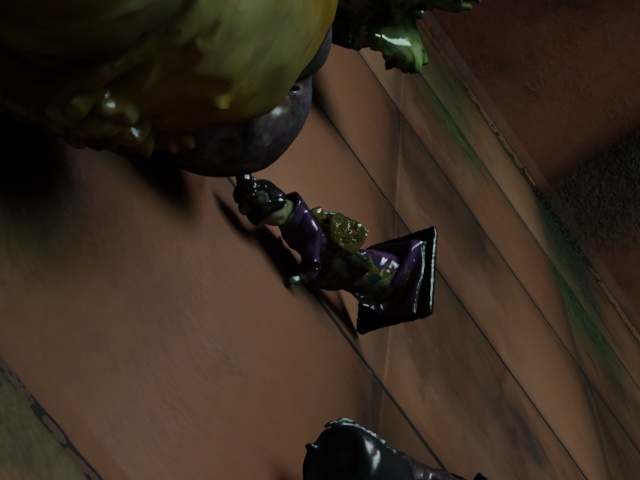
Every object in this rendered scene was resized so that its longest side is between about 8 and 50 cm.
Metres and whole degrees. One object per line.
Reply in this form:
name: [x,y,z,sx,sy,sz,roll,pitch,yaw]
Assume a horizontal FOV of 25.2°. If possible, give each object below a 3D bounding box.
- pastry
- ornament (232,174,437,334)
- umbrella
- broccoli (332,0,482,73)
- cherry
pastry: [-0.142,-0.166,0.758,0.284,0.184,0.316,52,9,33]
ornament: [0.001,0.009,1.126,0.203,0.088,0.081,24,58,-45]
umbrella: [0.094,0.202,0.945,0.326,0.094,0.090,44,4,-44]
broccoli: [0.015,-0.345,1.578,0.338,0.277,0.317,30,49,-45]
cherry: [-0.074,-0.136,0.983,0.140,0.176,0.176,-8,62,-45]
